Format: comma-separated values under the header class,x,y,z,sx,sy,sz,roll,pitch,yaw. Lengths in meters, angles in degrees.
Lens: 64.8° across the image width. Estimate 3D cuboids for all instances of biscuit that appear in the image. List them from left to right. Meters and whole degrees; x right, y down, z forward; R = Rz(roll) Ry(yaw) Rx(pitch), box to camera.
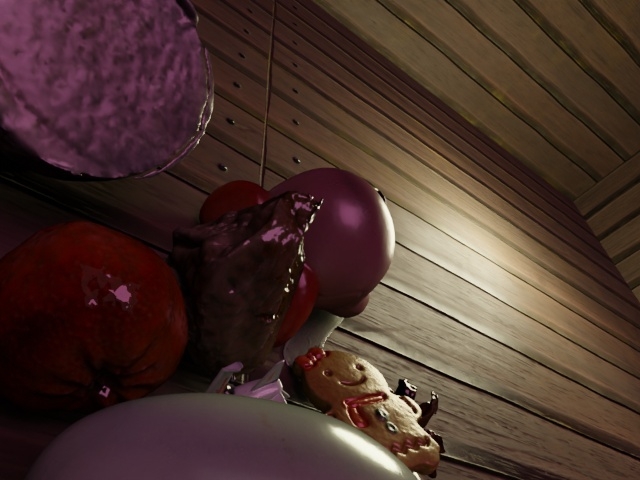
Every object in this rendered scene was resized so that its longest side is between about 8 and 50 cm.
class,x,y,z,sx,sy,sz,roll,pitch,yaw
biscuit,0.057,0.218,0.672,0.165,0.036,0.225,2,29,-34

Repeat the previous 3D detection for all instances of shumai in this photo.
class,x,y,z,sx,sy,sz,roll,pitch,yaw
shumai,-0.123,0.035,0.583,0.185,0.218,0.184,21,42,6

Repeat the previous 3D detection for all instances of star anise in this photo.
class,x,y,z,sx,sy,sz,roll,pitch,yaw
star anise,0.123,0.274,0.748,0.167,0.057,0.168,20,44,-21

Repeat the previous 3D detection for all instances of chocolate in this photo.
class,x,y,z,sx,sy,sz,roll,pitch,yaw
chocolate,-0.316,-0.212,0.643,0.303,0.212,0.304,3,86,-46

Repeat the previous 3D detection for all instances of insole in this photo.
class,x,y,z,sx,sy,sz,roll,pitch,yaw
insole,-0.007,0.130,0.811,0.080,0.003,0.232,42,32,-4

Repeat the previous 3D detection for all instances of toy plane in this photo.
class,x,y,z,sx,sy,sz,roll,pitch,yaw
toy plane,-0.112,0.186,0.534,0.171,0.162,0.066,-18,46,-15

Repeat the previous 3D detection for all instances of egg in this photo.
class,x,y,z,sx,sy,sz,roll,pitch,yaw
egg,-0.053,0.250,0.411,0.370,0.230,0.230,26,36,-17

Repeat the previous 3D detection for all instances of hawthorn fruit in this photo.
class,x,y,z,sx,sy,sz,roll,pitch,yaw
hawthorn fruit,-0.229,0.062,0.490,0.179,0.179,0.200,7,33,-44

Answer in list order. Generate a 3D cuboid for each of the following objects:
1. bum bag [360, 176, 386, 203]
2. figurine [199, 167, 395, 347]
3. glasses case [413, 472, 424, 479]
class,x,y,z,sx,sy,sz,roll,pitch,yaw
bum bag,0.084,-0.030,0.937,0.060,0.233,0.107,-33,66,-12
figurine,-0.002,-0.003,0.768,0.261,0.211,0.270,4,50,-45
glasses case,0.102,0.357,0.556,0.121,0.075,0.314,5,31,-30
